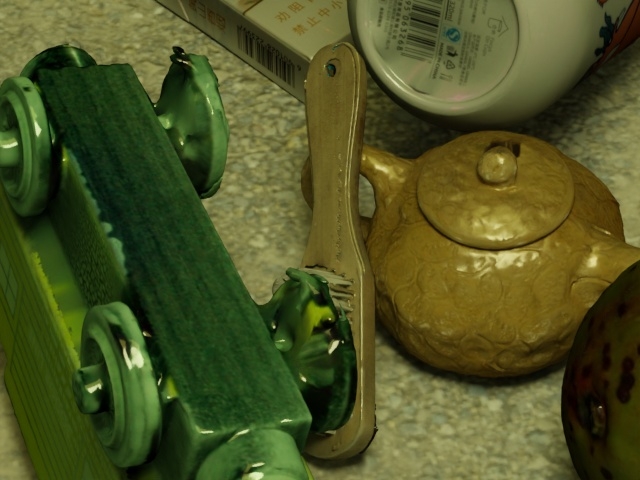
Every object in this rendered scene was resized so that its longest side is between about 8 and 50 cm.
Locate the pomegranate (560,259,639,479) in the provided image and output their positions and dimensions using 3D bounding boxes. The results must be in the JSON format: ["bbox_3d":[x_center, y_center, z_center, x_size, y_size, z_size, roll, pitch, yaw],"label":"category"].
[{"bbox_3d":[0.302,0.088,1.285,0.286,0.231,0.231,-33,55,-27],"label":"pomegranate"}]

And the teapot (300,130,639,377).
[{"bbox_3d":[0.123,-0.014,1.423,0.311,0.167,0.203,22,52,22],"label":"teapot"}]

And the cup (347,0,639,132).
[{"bbox_3d":[0.162,-0.221,1.522,0.212,0.212,0.317,23,31,20],"label":"cup"}]

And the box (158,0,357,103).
[{"bbox_3d":[-0.038,-0.235,1.699,0.149,0.067,0.233,-35,56,-30],"label":"box"}]

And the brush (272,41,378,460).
[{"bbox_3d":[0.000,0.000,1.386,0.070,0.065,0.327,-12,68,37],"label":"brush"}]

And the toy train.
[{"bbox_3d":[-0.125,0.066,1.279,0.179,0.272,0.442,-6,45,-24],"label":"toy train"}]
